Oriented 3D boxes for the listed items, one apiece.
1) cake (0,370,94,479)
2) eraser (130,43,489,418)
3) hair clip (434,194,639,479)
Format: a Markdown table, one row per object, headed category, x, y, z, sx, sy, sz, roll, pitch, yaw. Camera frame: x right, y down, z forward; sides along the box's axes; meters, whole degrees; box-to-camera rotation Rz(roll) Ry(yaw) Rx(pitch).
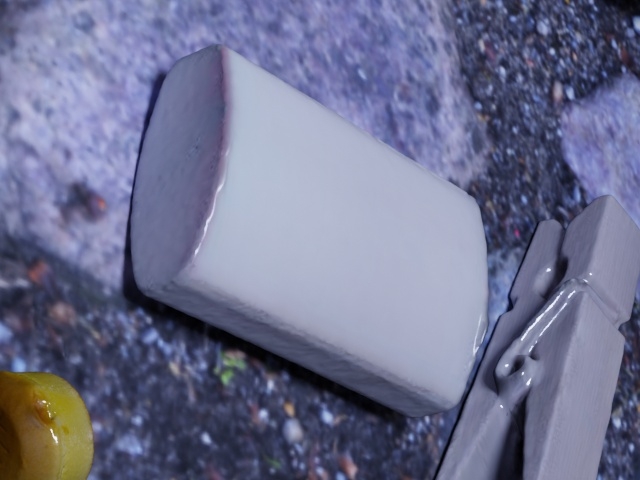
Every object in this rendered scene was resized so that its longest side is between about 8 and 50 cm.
| category | x | y | z | sx | sy | sz | roll | pitch | yaw |
| --- | --- | --- | --- | --- | --- | --- | --- | --- | --- |
| cake | -0.167 | 0.113 | 0.945 | 0.044 | 0.084 | 0.084 | -2 | 79 | -51 |
| eraser | 0.000 | 0.000 | 1.166 | 0.270 | 0.095 | 0.174 | 29 | 56 | -41 |
| hair clip | 0.179 | 0.100 | 1.335 | 0.085 | 0.101 | 0.330 | 44 | 46 | -24 |
